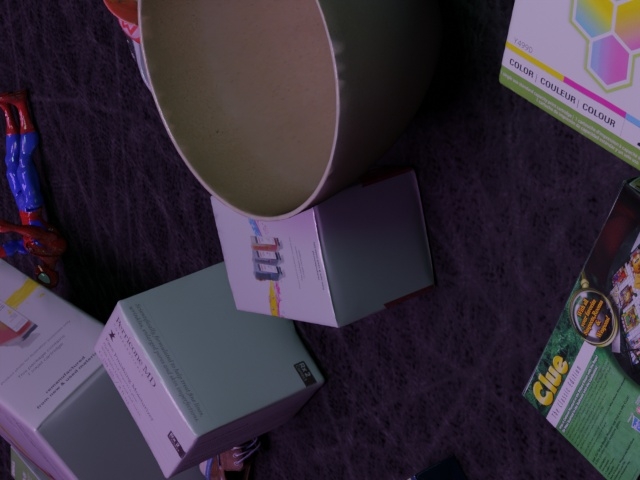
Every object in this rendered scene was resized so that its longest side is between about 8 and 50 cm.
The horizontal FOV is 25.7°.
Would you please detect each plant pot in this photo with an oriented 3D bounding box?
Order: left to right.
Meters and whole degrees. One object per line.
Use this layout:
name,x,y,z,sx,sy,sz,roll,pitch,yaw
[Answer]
plant pot,-0.005,-0.178,1.241,0.284,0.191,0.284,27,127,43

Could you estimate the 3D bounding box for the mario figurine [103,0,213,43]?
mario figurine,-0.138,-0.316,1.359,0.198,0.170,0.320,-88,21,-47

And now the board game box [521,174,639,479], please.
board game box,0.258,0.085,1.162,0.136,0.030,0.259,45,138,28

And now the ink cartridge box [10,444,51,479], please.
ink cartridge box,-0.392,0.337,2.098,0.209,0.109,0.062,38,134,37

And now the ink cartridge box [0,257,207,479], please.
ink cartridge box,-0.344,0.200,1.837,0.385,0.160,0.279,26,154,46

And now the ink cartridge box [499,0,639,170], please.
ink cartridge box,0.242,-0.193,0.982,0.189,0.097,0.255,38,136,37

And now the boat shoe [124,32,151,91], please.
boat shoe,-0.196,-0.224,1.609,0.040,0.049,0.142,146,103,-74

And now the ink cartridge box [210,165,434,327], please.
ink cartridge box,0.000,0.000,1.380,0.176,0.128,0.127,7,112,53

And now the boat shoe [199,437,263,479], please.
boat shoe,-0.101,0.244,1.706,0.066,0.066,0.183,42,147,26

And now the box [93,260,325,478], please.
box,-0.126,0.138,1.573,0.181,0.182,0.119,57,144,17

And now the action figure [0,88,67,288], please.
action figure,-0.439,-0.055,1.947,0.091,0.139,0.280,2,111,55

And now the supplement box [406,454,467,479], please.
supplement box,0.115,0.276,1.427,0.083,0.056,0.083,61,144,12
